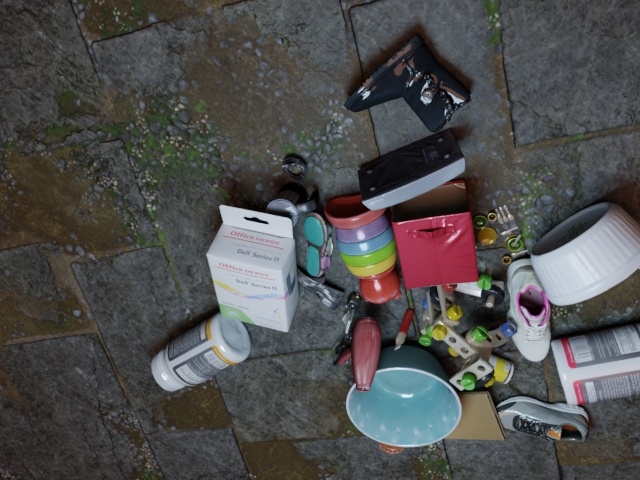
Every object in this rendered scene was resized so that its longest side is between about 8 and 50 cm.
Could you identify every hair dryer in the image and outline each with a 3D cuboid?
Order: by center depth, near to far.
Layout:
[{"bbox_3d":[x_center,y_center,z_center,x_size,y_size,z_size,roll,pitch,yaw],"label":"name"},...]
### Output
[{"bbox_3d":[0.103,0.299,1.648,0.080,0.293,0.224,9,113,-10],"label":"hair dryer"}]

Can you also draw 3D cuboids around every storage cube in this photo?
[{"bbox_3d":[0.284,-0.014,1.507,0.183,0.215,0.193,-8,118,14],"label":"storage cube"}]

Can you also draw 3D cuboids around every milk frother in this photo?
[{"bbox_3d":[-0.083,-0.124,1.568,0.129,0.135,0.143,-28,106,20],"label":"milk frother"}]

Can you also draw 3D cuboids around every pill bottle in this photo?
[{"bbox_3d":[0.777,0.312,1.571,0.318,0.176,0.176,-15,110,17],"label":"pill bottle"},{"bbox_3d":[0.474,0.351,1.710,0.116,0.065,0.065,22,116,1],"label":"pill bottle"},{"bbox_3d":[-0.358,0.335,1.815,0.278,0.162,0.162,-30,105,22],"label":"pill bottle"}]

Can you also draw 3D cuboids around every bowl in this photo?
[{"bbox_3d":[0.233,0.415,1.718,0.311,0.163,0.312,4,124,6],"label":"bowl"}]

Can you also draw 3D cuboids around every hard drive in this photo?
[{"bbox_3d":[0.217,-0.167,1.473,0.254,0.172,0.054,-23,123,14],"label":"hard drive"}]

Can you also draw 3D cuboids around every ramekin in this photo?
[{"bbox_3d":[0.621,0.022,1.432,0.273,0.273,0.127,-38,91,23],"label":"ramekin"}]

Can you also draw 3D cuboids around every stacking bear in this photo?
[{"bbox_3d":[0.130,0.033,1.592,0.175,0.164,0.289,-12,115,16],"label":"stacking bear"}]

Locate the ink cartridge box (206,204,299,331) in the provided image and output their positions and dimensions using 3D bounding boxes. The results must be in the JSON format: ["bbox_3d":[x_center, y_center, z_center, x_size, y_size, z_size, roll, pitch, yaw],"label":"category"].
[{"bbox_3d":[-0.174,0.080,1.605,0.207,0.119,0.354,11,141,11],"label":"ink cartridge box"}]

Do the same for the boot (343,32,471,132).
[{"bbox_3d":[0.205,-0.330,1.441,0.246,0.094,0.207,-39,98,17],"label":"boot"}]

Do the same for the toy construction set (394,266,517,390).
[{"bbox_3d":[0.326,0.257,1.557,0.308,0.237,0.257,-15,121,39],"label":"toy construction set"}]

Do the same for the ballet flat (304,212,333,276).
[{"bbox_3d":[0.000,0.000,1.630,0.076,0.079,0.222,29,139,30],"label":"ballet flat"}]

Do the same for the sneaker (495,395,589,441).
[{"bbox_3d":[0.621,0.513,1.731,0.271,0.108,0.100,1,117,13],"label":"sneaker"}]

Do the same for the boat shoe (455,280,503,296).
[{"bbox_3d":[0.394,0.110,1.623,0.184,0.066,0.063,14,89,16],"label":"boat shoe"}]

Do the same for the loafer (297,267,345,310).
[{"bbox_3d":[-0.008,0.122,1.713,0.170,0.062,0.061,39,92,-9],"label":"loafer"}]

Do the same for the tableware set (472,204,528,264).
[{"bbox_3d":[0.461,-0.009,1.574,0.104,0.024,0.154,-24,108,20],"label":"tableware set"}]

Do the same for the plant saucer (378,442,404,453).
[{"bbox_3d":[0.224,0.631,1.913,0.083,0.013,0.084,4,114,9],"label":"plant saucer"}]

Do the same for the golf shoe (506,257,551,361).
[{"bbox_3d":[0.544,0.204,1.591,0.115,0.140,0.306,-10,113,14],"label":"golf shoe"}]

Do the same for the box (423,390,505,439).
[{"bbox_3d":[0.419,0.514,1.784,0.201,0.021,0.164,-12,111,35],"label":"box"}]
